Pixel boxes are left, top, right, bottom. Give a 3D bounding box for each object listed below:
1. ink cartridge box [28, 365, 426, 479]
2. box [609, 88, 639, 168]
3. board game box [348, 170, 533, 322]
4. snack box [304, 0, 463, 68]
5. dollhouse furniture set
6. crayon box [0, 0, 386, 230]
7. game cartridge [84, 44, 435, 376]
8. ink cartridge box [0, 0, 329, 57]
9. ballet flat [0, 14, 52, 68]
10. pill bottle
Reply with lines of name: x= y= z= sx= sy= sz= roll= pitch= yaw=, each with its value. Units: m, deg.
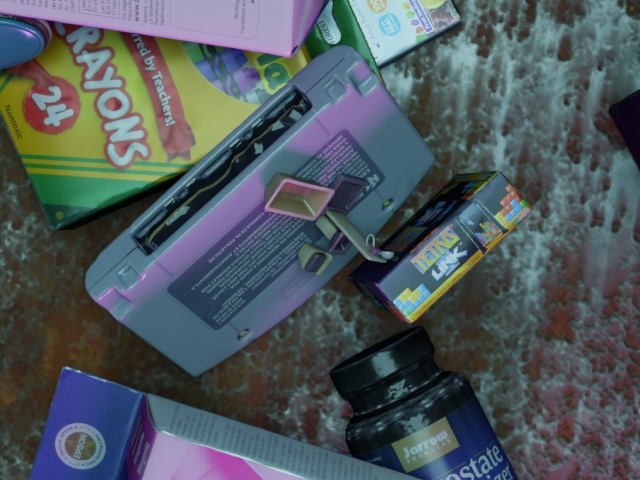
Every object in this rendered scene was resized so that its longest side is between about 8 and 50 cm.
ink cartridge box: x=-0.109 y=0.304 z=1.335 sx=0.330 sy=0.071 sz=0.324 roll=17 pitch=110 yaw=-4
box: x=0.451 y=-0.123 z=1.307 sx=0.312 sy=0.343 sz=0.179 roll=-27 pitch=88 yaw=-4
board game box: x=0.099 y=0.003 z=1.365 sx=0.141 sy=0.170 sz=0.048 roll=-42 pitch=95 yaw=-5
snack box: x=0.045 y=-0.208 z=1.435 sx=0.141 sy=0.037 sz=0.100 roll=-29 pitch=88 yaw=-2
dollhouse furniture set: x=0.000 y=0.000 z=1.290 sx=0.081 sy=0.114 sz=0.091 roll=48 pitch=113 yaw=35
crayon box: x=-0.126 y=-0.162 z=1.381 sx=0.319 sy=0.081 sz=0.202 roll=-24 pitch=89 yaw=3
game cartridge: x=-0.043 y=-0.016 z=1.349 sx=0.294 sy=0.196 sz=0.060 roll=-42 pitch=51 yaw=1
ink cartridge box: x=-0.186 y=-0.316 z=1.221 sx=0.395 sy=0.151 sz=0.270 roll=9 pitch=118 yaw=9
ballet flat: x=-0.346 y=-0.179 z=1.322 sx=0.248 sy=0.086 sz=0.086 roll=-10 pitch=89 yaw=7
pill bottle: x=0.097 y=0.192 z=1.383 sx=0.123 sy=0.123 sz=0.219 roll=-27 pitch=90 yaw=-4
